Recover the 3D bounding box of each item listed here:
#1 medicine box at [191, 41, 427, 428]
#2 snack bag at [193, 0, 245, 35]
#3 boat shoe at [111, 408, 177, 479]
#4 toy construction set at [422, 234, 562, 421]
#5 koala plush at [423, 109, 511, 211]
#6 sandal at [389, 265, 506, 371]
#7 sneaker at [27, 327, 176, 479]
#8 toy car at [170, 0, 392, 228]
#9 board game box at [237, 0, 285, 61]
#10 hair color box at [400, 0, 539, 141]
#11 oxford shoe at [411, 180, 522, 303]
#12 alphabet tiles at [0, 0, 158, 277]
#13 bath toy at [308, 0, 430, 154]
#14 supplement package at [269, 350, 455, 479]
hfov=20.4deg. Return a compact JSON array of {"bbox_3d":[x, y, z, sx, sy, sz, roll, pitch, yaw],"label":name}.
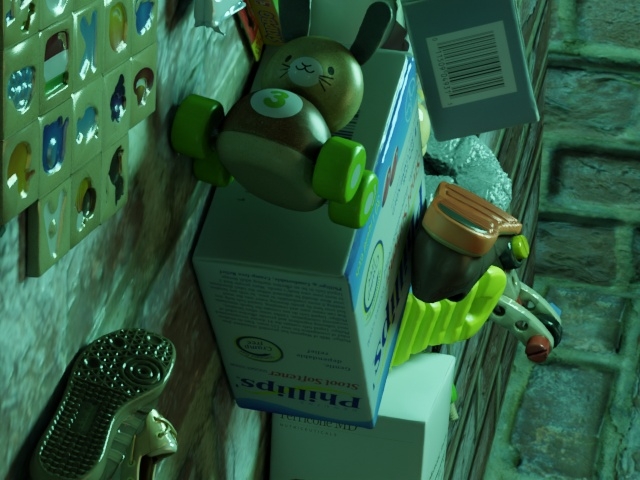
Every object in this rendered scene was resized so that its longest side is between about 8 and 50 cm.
[{"bbox_3d":[0.001,-0.005,1.716,0.289,0.149,0.263,78,24,-56],"label":"medicine box"},{"bbox_3d":[-0.039,-0.378,1.481,0.323,0.037,0.342,-50,145,-57],"label":"snack bag"},{"bbox_3d":[-0.141,0.161,1.398,0.063,0.059,0.170,39,61,-76],"label":"boat shoe"},{"bbox_3d":[0.189,0.091,2.606,0.309,0.257,0.237,-42,126,-35],"label":"toy construction set"},{"bbox_3d":[0.121,-0.031,2.198,0.221,0.203,0.196,101,5,-59],"label":"koala plush"},{"bbox_3d":[0.065,0.065,1.984,0.317,0.138,0.126,-10,131,-52],"label":"sandal"},{"bbox_3d":[-0.166,0.136,1.302,0.188,0.066,0.071,-55,169,-52],"label":"sneaker"},{"bbox_3d":[-0.013,-0.127,1.494,0.149,0.155,0.188,59,50,-71],"label":"toy car"},{"bbox_3d":[-0.029,-0.302,1.647,0.124,0.039,0.259,67,36,-65],"label":"board game box"},{"bbox_3d":[0.138,-0.299,1.864,0.374,0.114,0.185,-95,171,-46],"label":"hair color box"},{"bbox_3d":[0.139,0.004,1.838,0.098,0.097,0.271,-63,168,13],"label":"oxford shoe"},{"bbox_3d":[-0.161,-0.160,1.206,0.285,0.011,0.342,-53,149,-66],"label":"alphabet tiles"},{"bbox_3d":[0.039,-0.171,1.853,0.129,0.151,0.348,-44,161,-5],"label":"bath toy"},{"bbox_3d":[0.042,0.281,2.026,0.175,0.178,0.293,-56,151,-64],"label":"supplement package"}]
